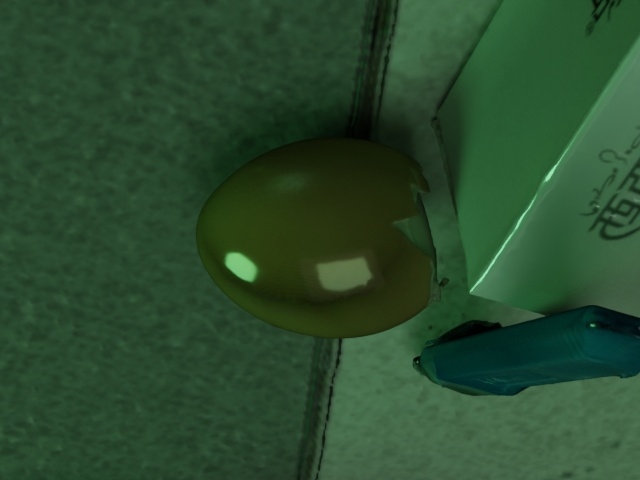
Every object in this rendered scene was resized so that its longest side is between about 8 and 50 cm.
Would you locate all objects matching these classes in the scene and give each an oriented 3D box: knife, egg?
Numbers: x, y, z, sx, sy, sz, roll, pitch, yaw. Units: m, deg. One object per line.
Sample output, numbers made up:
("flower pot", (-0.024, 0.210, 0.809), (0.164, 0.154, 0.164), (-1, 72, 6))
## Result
("knife", (0.077, 0.042, 0.605), (0.044, 0.026, 0.296), (22, 170, -5))
("egg", (0.000, 0.000, 0.638), (0.096, 0.080, 0.080), (-9, 131, -2))

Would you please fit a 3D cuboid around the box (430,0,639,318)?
("box", (0.192, -0.081, 0.564), (0.203, 0.116, 0.274), (16, 128, -18))
